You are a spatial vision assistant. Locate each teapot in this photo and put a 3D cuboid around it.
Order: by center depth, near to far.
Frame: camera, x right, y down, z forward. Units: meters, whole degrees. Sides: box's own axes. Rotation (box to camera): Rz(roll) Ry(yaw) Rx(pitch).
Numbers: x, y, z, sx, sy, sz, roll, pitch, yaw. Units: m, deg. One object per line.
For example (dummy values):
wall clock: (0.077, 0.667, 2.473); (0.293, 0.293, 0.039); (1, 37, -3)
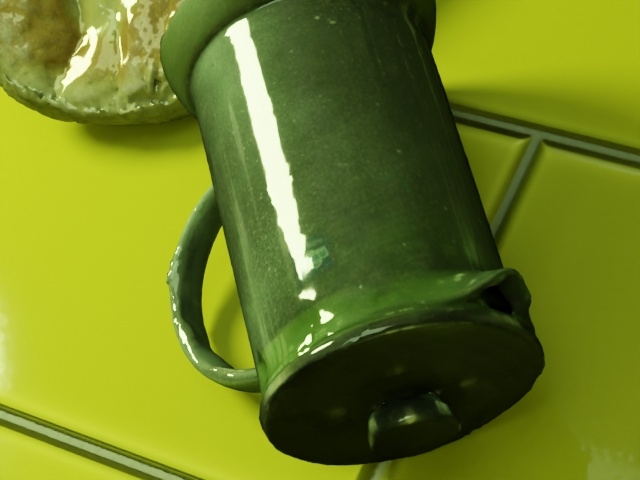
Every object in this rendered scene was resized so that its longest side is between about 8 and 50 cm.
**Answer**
teapot: (0.000, 0.000, 1.223); (0.270, 0.200, 0.337); (-35, 53, 28)

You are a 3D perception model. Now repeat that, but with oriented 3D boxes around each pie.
pie: (-0.133, -0.241, 1.406); (0.337, 0.075, 0.337); (0, 87, 5)
